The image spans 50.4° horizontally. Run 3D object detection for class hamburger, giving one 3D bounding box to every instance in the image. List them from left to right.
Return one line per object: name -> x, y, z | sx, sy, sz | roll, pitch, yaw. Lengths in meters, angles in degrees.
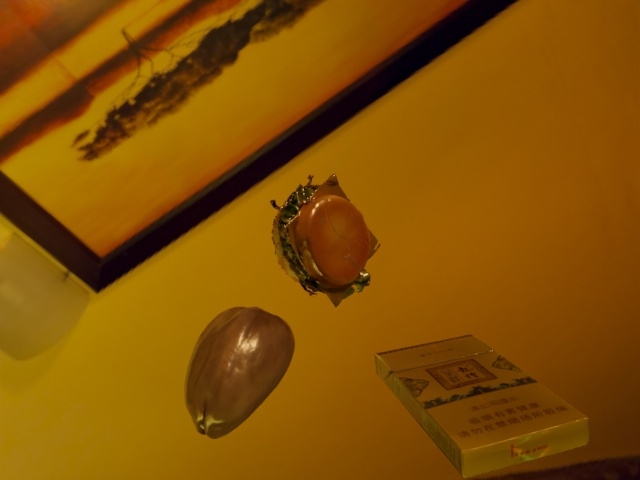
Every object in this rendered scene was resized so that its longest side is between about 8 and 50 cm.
hamburger -> 0.001, 0.004, 0.989 | 0.093, 0.189, 0.164 | -13, -160, 48

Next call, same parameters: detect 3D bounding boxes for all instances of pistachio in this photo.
pistachio -> -0.097, 0.147, 0.790 | 0.108, 0.126, 0.185 | 13, -148, 17

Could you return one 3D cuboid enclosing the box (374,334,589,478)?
box -> 0.185, 0.193, 0.850 | 0.153, 0.041, 0.279 | -11, -165, -12
